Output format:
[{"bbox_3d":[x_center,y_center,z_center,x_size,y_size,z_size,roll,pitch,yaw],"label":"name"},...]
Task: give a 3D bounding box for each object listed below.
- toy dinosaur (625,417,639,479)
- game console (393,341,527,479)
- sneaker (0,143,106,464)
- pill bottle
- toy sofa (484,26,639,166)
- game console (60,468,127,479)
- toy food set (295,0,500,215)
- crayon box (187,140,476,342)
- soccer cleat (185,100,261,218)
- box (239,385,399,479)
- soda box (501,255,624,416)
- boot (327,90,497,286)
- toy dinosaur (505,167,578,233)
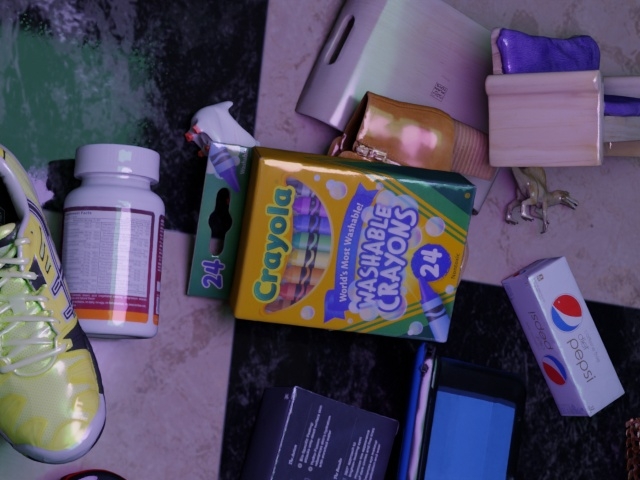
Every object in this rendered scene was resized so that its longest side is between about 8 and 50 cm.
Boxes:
[{"bbox_3d":[0.422,0.421,2.035,0.218,0.164,0.322,7,63,-40],"label":"toy dinosaur"},{"bbox_3d":[0.183,0.295,1.897,0.173,0.250,0.293,8,80,2],"label":"game console"},{"bbox_3d":[-0.345,0.064,1.604,0.145,0.147,0.385,-21,72,-9],"label":"sneaker"},{"bbox_3d":[-0.246,0.003,1.735,0.121,0.121,0.221,6,82,-26],"label":"pill bottle"},{"bbox_3d":[0.355,-0.190,1.933,0.362,0.150,0.177,-9,100,-60],"label":"toy sofa"},{"bbox_3d":[-0.318,0.488,1.688,0.386,0.060,0.342,-33,99,-24],"label":"game console"},{"bbox_3d":[0.140,-0.198,1.976,0.306,0.092,0.220,28,85,-20],"label":"toy food set"},{"bbox_3d":[0.012,0.003,1.799,0.323,0.083,0.203,7,103,-11],"label":"crayon box"},{"bbox_3d":[-0.094,-0.085,1.852,0.076,0.068,0.196,-33,97,-28],"label":"soccer cleat"},{"bbox_3d":[-0.005,0.278,1.842,0.158,0.093,0.156,22,76,-24],"label":"box"},{"bbox_3d":[0.337,0.134,2.039,0.074,0.069,0.216,-28,98,-26],"label":"soda box"},{"bbox_3d":[0.093,-0.036,1.899,0.211,0.104,0.295,14,105,-13],"label":"boot"},{"bbox_3d":[0.288,-0.069,2.041,0.183,0.053,0.093,33,68,-42],"label":"toy dinosaur"}]
